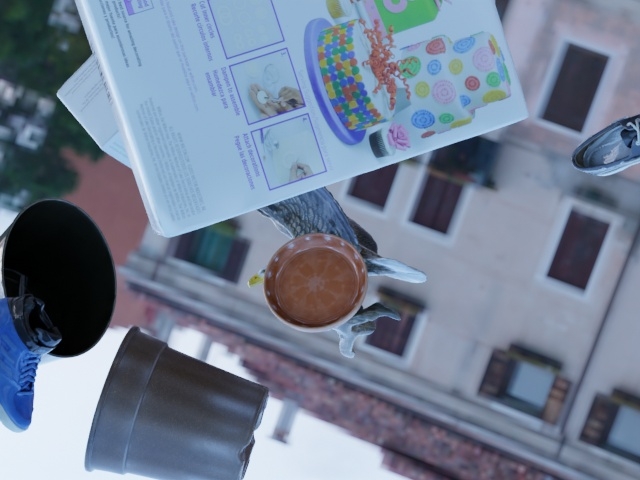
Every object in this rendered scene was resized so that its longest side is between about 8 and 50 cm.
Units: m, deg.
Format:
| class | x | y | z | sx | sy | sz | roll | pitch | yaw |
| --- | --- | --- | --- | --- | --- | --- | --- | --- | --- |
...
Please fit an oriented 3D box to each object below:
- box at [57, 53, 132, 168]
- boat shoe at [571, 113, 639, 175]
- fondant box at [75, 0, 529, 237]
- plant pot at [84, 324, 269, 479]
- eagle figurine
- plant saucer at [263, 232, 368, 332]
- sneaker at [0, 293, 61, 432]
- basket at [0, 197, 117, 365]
| class | x | y | z | sx | sy | sz | roll | pitch | yaw |
| --- | --- | --- | --- | --- | --- | --- | --- | --- | --- |
| box | -0.168 | -0.129 | 1.469 | 0.087 | 0.102 | 0.101 | 47 | -174 | 30 |
| boat shoe | 0.283 | -0.093 | 1.425 | 0.038 | 0.046 | 0.125 | 0 | 163 | -45 |
| fondant box | -0.019 | -0.165 | 1.319 | 0.330 | 0.238 | 0.096 | -19 | -176 | -9 |
| plant pot | -0.151 | 0.196 | 1.702 | 0.165 | 0.167 | 0.167 | 18 | -171 | 4 |
| eagle figurine | -0.010 | 0.002 | 2.255 | 0.225 | 0.226 | 0.298 | -5 | -114 | -34 |
| plant saucer | -0.003 | 0.034 | 1.235 | 0.083 | 0.083 | 0.013 | 22 | 160 | 18 |
| sneaker | -0.329 | 0.135 | 1.755 | 0.084 | 0.152 | 0.058 | -16 | 170 | 21 |
| basket | -0.376 | 0.080 | 1.944 | 0.154 | 0.204 | 0.227 | 15 | 151 | -34 |
